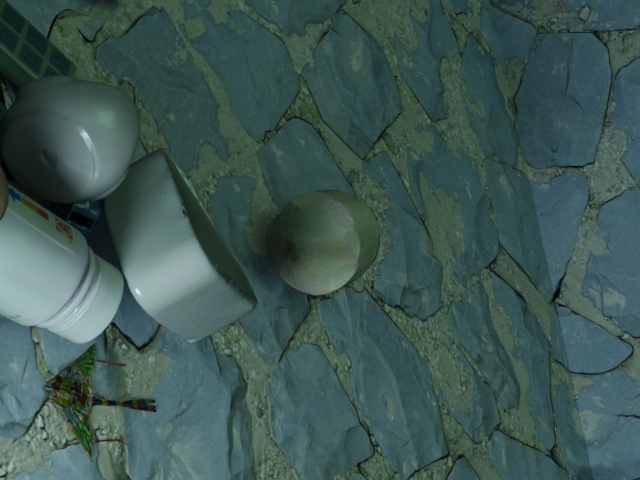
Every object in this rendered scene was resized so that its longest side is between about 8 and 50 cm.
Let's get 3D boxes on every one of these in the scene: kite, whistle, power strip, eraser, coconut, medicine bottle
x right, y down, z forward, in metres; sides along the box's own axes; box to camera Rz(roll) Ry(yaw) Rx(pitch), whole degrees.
[{"bbox_3d":[-0.351,0.262,1.913,0.244,0.006,0.198,22,54,-48],"label":"kite"},{"bbox_3d":[-0.408,-0.036,1.947,0.090,0.090,0.158,28,88,-45],"label":"whistle"},{"bbox_3d":[-0.513,-0.328,1.966,0.270,0.046,0.118,44,33,-32],"label":"power strip"},{"bbox_3d":[-0.229,0.044,2.015,0.331,0.150,0.331,59,3,-4],"label":"eraser"},{"bbox_3d":[0.000,0.000,2.385,0.234,0.224,0.224,-4,75,-54],"label":"coconut"},{"bbox_3d":[-0.440,0.030,1.763,0.293,0.170,0.170,37,44,-38],"label":"medicine bottle"}]

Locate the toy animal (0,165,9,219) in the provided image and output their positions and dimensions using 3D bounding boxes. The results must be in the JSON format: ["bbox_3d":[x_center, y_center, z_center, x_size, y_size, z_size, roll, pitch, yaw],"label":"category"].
[{"bbox_3d":[-0.531,-0.030,1.447,0.237,0.326,0.269,51,1,19],"label":"toy animal"}]

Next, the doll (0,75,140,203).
[{"bbox_3d":[-0.384,-0.175,1.886,0.221,0.251,0.221,28,52,-43],"label":"doll"}]

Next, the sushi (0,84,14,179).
[{"bbox_3d":[-0.556,-0.203,1.841,0.231,0.047,0.219,-5,77,-56],"label":"sushi"}]
